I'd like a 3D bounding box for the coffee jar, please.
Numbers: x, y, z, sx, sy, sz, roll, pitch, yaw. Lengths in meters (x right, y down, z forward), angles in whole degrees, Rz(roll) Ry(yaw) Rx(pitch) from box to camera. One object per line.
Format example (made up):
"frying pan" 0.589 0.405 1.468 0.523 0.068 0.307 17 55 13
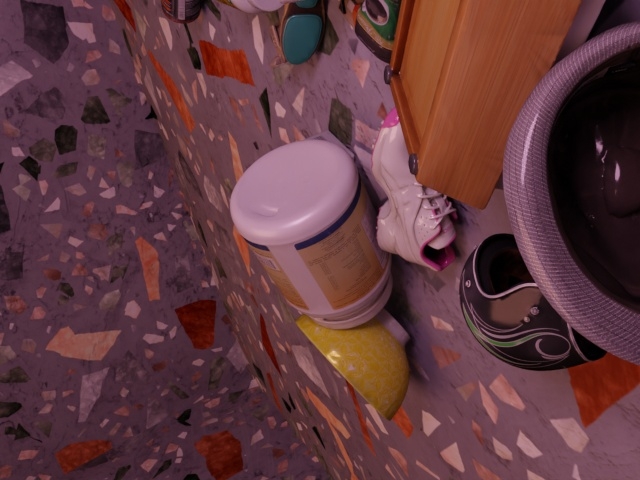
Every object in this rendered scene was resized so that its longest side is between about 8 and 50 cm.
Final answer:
"coffee jar" 0.103 -0.323 0.707 0.096 0.079 0.184 53 156 19

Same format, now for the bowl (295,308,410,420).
"bowl" 0.098 0.222 1.178 0.289 0.156 0.289 45 174 6

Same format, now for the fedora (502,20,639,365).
"fedora" 0.279 -0.037 0.470 0.124 0.243 0.276 16 -128 -79

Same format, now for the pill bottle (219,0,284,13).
"pill bottle" -0.141 -0.496 1.040 0.208 0.117 0.118 42 149 45

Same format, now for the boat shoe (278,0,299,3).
"boat shoe" -0.052 -0.477 0.801 0.095 0.084 0.259 14 -113 -75

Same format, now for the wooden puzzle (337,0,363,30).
"wooden puzzle" 0.050 -0.372 0.869 0.116 0.014 0.079 55 157 24

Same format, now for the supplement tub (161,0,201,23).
"supplement tub" -0.348 -0.648 1.380 0.106 0.106 0.198 61 158 11

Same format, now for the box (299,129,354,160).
"box" 0.000 -0.149 1.113 0.102 0.101 0.087 50 155 34

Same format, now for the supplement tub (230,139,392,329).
"supplement tub" 0.000 0.000 1.009 0.228 0.228 0.316 43 167 44

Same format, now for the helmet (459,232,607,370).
"helmet" 0.255 0.074 0.677 0.161 0.169 0.170 -3 112 50

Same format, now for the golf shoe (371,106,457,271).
"golf shoe" 0.158 -0.073 0.841 0.140 0.115 0.306 38 155 34

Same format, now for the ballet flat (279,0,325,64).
"ballet flat" -0.027 -0.413 0.954 0.232 0.079 0.073 109 160 -58

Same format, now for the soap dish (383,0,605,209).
"soap dish" 0.152 -0.208 0.563 0.291 0.118 0.229 95 170 -54

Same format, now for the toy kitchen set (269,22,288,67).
"toy kitchen set" -0.075 -0.384 1.077 0.083 0.068 0.075 24 135 59
